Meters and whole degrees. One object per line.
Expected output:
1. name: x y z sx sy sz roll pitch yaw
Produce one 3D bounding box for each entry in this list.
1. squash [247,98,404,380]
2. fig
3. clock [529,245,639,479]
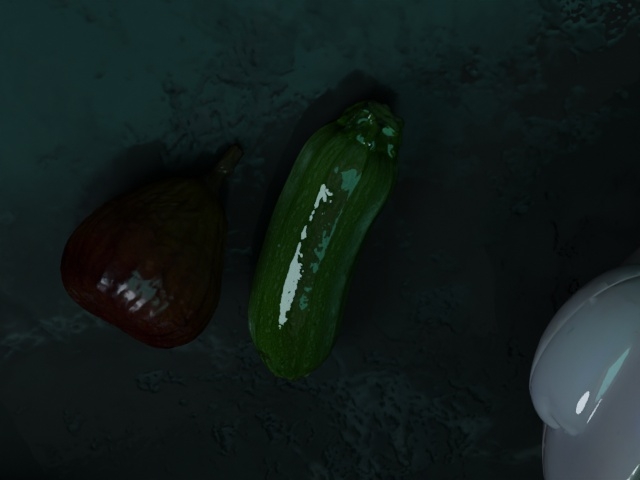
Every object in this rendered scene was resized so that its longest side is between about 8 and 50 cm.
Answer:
1. squash: 0.000 0.000 1.317 0.077 0.068 0.219 24 111 5
2. fig: -0.112 0.002 1.289 0.119 0.119 0.153 28 107 -13
3. clock: 0.342 0.102 1.277 0.368 0.250 0.376 28 115 -12
